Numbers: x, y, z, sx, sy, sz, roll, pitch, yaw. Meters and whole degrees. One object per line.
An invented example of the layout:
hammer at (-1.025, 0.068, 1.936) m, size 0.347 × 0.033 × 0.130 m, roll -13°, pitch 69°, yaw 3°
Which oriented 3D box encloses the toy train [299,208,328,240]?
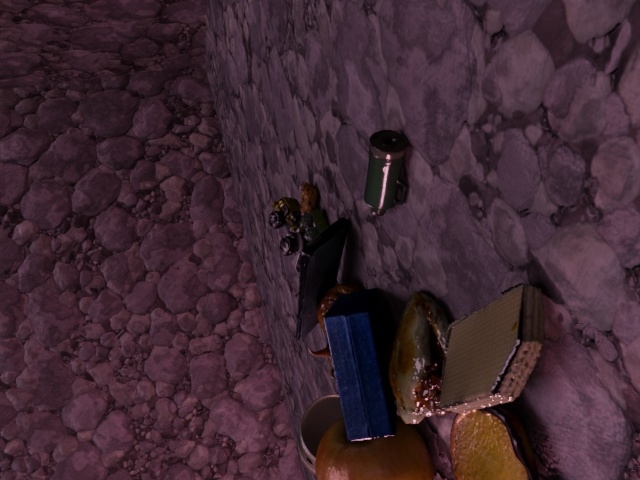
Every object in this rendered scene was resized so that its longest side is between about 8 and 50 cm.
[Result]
toy train at (0.000, 0.000, 1.626) m, size 0.060 × 0.081 × 0.202 m, roll 128°, pitch 121°, yaw -72°

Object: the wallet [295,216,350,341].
wallet at (-0.003, 0.114, 1.504) m, size 0.046 × 0.191 × 0.378 m, roll 29°, pitch 137°, yaw 20°

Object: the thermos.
thermos at (0.132, -0.126, 1.073) m, size 0.187 × 0.083 × 0.073 m, roll 93°, pitch -179°, yaw -48°

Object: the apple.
apple at (0.127, 0.535, 1.238) m, size 0.286 × 0.286 × 0.232 m, roll -162°, pitch 54°, yaw -73°

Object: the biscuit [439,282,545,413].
biscuit at (0.253, 0.170, 0.795) m, size 0.252 × 0.052 × 0.150 m, roll 114°, pitch 169°, yaw -63°

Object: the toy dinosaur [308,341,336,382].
toy dinosaur at (0.046, 0.344, 1.608) m, size 0.212 × 0.057 × 0.142 m, roll 57°, pitch -156°, yaw -27°

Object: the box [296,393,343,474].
box at (0.042, 0.612, 1.666) m, size 0.149 × 0.226 × 0.226 m, roll 98°, pitch 155°, yaw -53°

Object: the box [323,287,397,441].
box at (0.099, 0.273, 1.232) m, size 0.261 × 0.117 × 0.278 m, roll -23°, pitch -77°, yaw -78°

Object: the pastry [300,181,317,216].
pastry at (-0.038, -0.122, 1.708) m, size 0.140 × 0.056 × 0.079 m, roll 94°, pitch 166°, yaw -64°

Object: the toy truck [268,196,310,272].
toy truck at (-0.077, -0.024, 1.790) m, size 0.111 × 0.136 × 0.285 m, roll -49°, pitch 54°, yaw 33°

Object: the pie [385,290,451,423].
pie at (0.199, 0.233, 1.076) m, size 0.274 × 0.106 × 0.256 m, roll 112°, pitch 157°, yaw -63°

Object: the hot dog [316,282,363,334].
hot dog at (0.068, 0.249, 1.492) m, size 0.272 × 0.122 × 0.196 m, roll 98°, pitch 152°, yaw -48°

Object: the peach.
peach at (0.292, 0.373, 0.873) m, size 0.279 × 0.068 × 0.189 m, roll 98°, pitch 153°, yaw -44°
